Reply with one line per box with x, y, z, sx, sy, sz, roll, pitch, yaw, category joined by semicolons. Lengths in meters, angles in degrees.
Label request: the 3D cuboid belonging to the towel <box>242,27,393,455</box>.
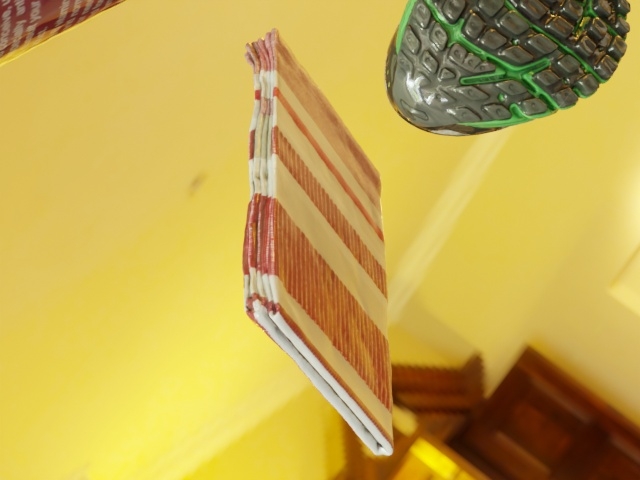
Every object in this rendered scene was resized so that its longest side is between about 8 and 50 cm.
0.000;0.000;1.405;0.037;0.329;0.237;-19;-44;20;towel

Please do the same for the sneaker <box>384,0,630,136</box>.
0.137;-0.157;1.089;0.146;0.134;0.343;-37;4;42;sneaker

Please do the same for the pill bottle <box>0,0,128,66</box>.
-0.227;-0.182;0.806;0.392;0.224;0.224;-34;-22;-31;pill bottle
